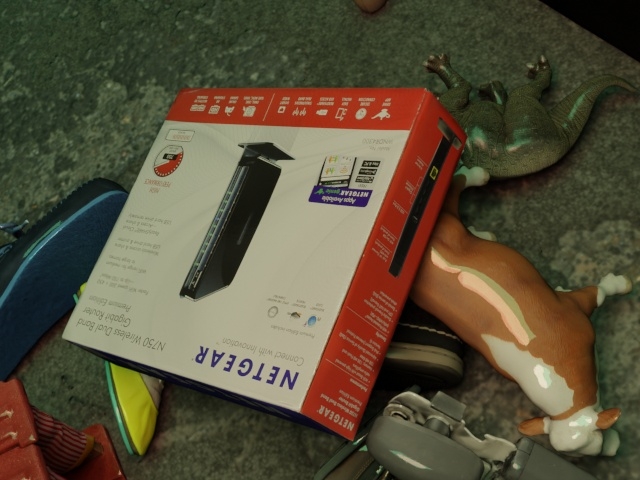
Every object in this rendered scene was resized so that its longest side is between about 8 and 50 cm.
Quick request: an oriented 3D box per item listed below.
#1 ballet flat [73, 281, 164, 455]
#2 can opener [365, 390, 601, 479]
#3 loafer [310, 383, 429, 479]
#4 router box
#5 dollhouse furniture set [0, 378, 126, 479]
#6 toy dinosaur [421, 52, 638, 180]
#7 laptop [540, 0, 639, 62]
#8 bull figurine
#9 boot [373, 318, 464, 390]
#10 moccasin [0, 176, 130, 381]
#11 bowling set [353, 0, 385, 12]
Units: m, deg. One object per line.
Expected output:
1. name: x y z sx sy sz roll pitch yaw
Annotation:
1. ballet flat: -0.217 0.132 1.096 0.077 0.077 0.231 -22 57 -10
2. can opener: 0.172 0.228 0.844 0.283 0.076 0.095 29 48 8
3. loafer: 0.024 0.259 0.948 0.267 0.096 0.084 -44 79 3
4. router box: -0.061 0.001 0.916 0.335 0.082 0.301 8 68 41
5. dollhouse furniture set: -0.402 0.312 0.999 0.374 0.201 0.152 -28 60 5
6. toy dinosaur: 0.191 -0.120 1.053 0.313 0.121 0.160 0 61 -9
7. laptop: 0.375 -0.348 0.925 0.407 0.382 0.236 -14 62 13
8. bull figurine: 0.187 0.062 0.912 0.310 0.101 0.188 43 43 8
9. boot: 0.000 0.000 1.046 0.377 0.138 0.284 8 69 29
10. moccasin: -0.372 0.045 1.155 0.342 0.138 0.117 -45 55 -6
11. bowling set: 0.117 -0.446 1.197 0.199 0.154 0.287 -8 64 16
